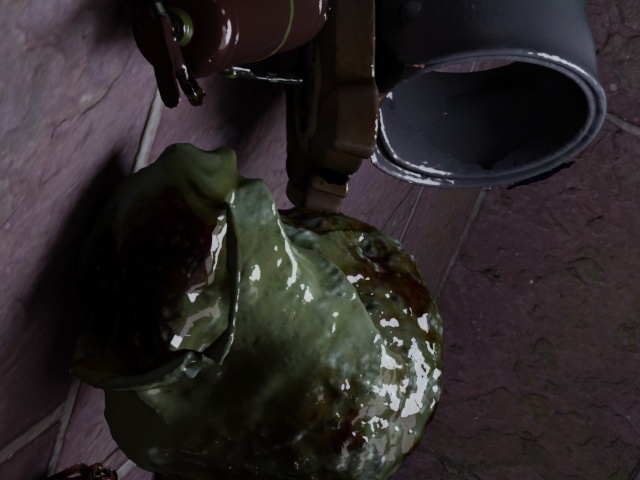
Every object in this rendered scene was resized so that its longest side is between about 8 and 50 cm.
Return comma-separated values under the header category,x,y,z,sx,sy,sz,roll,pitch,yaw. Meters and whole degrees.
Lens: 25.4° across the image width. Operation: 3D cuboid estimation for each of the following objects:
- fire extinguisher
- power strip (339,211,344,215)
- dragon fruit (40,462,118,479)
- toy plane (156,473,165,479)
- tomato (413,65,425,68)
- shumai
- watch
category,x,y,z,sx,sy,sz,roll,pitch,yaw
fire extinguisher,-0.084,-0.191,1.294,0.105,0.141,0.341,-27,-175,23
power strip,0.000,0.000,2.202,0.111,0.029,0.038,-62,167,1
dragon fruit,-0.288,0.325,1.595,0.166,0.133,0.136,-61,-151,5
toy plane,-0.198,0.373,2.096,0.262,0.088,0.192,93,1,-55
tomato,0.106,-0.288,1.884,0.236,0.095,0.236,-61,169,-20
shumai,-0.094,0.059,1.441,0.395,0.395,0.348,-56,140,-23
watch,0.139,-0.181,1.588,0.335,0.327,0.314,110,-19,-60
